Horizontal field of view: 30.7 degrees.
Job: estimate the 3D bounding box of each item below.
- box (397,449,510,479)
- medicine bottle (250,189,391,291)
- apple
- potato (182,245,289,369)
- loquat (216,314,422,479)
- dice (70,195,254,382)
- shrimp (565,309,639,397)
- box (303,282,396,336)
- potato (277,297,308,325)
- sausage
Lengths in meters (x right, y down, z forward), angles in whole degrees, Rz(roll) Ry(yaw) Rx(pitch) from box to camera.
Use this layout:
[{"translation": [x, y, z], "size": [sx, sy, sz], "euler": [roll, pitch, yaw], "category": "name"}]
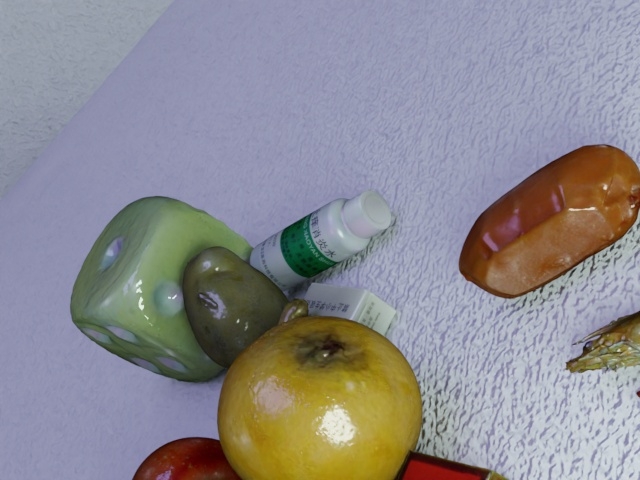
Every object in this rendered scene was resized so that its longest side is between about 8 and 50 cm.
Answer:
[{"translation": [0.121, 0.368, 1.323], "size": [0.153, 0.074, 0.239], "euler": [3, 64, 53], "category": "box"}, {"translation": [0.000, 0.000, 1.871], "size": [0.260, 0.095, 0.095], "euler": [-29, 38, 39], "category": "medicine bottle"}, {"translation": [-0.182, 0.368, 1.680], "size": [0.181, 0.181, 0.168], "euler": [-63, 16, -14], "category": "apple"}, {"translation": [-0.130, 0.112, 1.838], "size": [0.160, 0.235, 0.178], "euler": [-31, -17, -20], "category": "potato"}, {"translation": [0.001, 0.217, 1.469], "size": [0.263, 0.263, 0.263], "euler": [-37, 33, 30], "category": "loquat"}, {"translation": [-0.262, 0.084, 2.018], "size": [0.252, 0.250, 0.254], "euler": [-5, 56, 54], "category": "dice"}, {"translation": [0.369, 0.122, 1.214], "size": [0.249, 0.068, 0.150], "euler": [-12, 56, 46], "category": "shrimp"}, {"translation": [-0.008, 0.191, 1.706], "size": [0.168, 0.071, 0.259], "euler": [6, 65, 59], "category": "box"}, {"translation": [-0.043, 0.127, 1.706], "size": [0.045, 0.046, 0.092], "euler": [13, 77, 24], "category": "potato"}, {"translation": [0.281, -0.022, 1.433], "size": [0.258, 0.133, 0.133], "euler": [-39, 32, 35], "category": "sausage"}]
